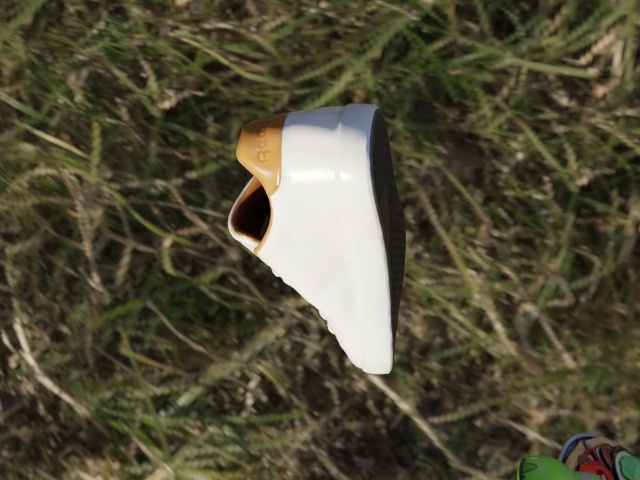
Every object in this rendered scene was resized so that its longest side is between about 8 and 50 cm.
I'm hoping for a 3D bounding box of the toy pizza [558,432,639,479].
[{"bbox_3d":[0.313,0.283,1.488,0.201,0.201,0.032,34,128,-27],"label":"toy pizza"}]

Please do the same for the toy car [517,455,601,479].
[{"bbox_3d":[0.226,0.248,1.115,0.053,0.239,0.225,-27,112,24],"label":"toy car"}]

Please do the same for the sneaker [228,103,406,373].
[{"bbox_3d":[0.000,0.000,1.133,0.123,0.106,0.290,0,140,11],"label":"sneaker"}]
